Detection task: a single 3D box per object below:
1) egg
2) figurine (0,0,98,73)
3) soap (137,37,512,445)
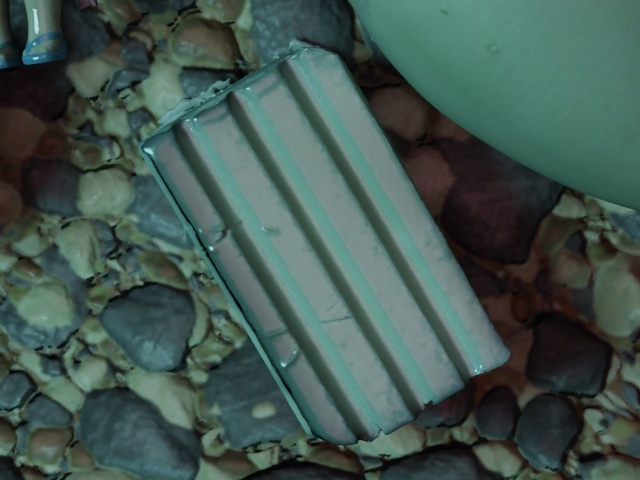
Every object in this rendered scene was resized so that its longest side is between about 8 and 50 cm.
[{"bbox_3d":[0.166,-0.152,0.781,0.371,0.230,0.230,36,97,-12],"label":"egg"},{"bbox_3d":[-0.226,-0.240,0.839,0.205,0.103,0.260,-2,103,36],"label":"figurine"},{"bbox_3d":[0.000,0.000,0.875,0.150,0.094,0.261,-30,97,-1],"label":"soap"}]
